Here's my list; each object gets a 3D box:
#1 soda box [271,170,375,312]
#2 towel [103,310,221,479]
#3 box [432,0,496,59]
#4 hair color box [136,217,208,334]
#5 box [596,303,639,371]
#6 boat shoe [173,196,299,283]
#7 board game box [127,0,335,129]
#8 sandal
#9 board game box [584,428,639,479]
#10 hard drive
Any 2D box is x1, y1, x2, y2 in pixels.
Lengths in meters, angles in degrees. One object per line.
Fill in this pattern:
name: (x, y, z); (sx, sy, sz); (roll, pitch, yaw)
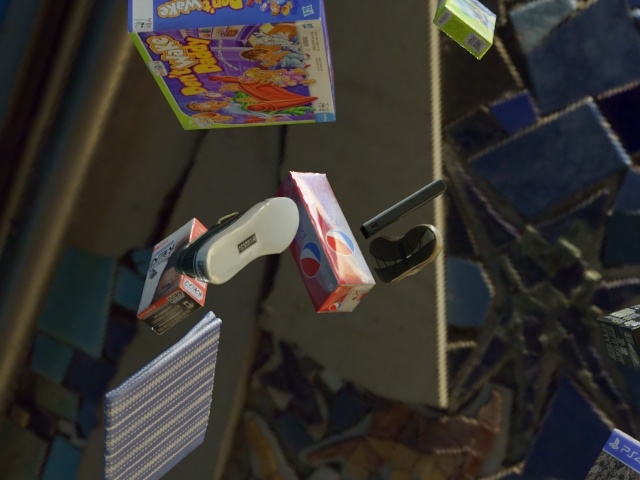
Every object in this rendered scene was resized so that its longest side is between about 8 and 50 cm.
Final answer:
soda box: (0.000, 0.000, 1.857); (0.083, 0.263, 0.092); (1, -39, -35)
towel: (-0.264, 0.286, 1.652); (0.243, 0.040, 0.336); (-37, -28, -40)
box: (0.259, -0.398, 1.824); (0.042, 0.109, 0.178); (-49, 11, 30)
hair color box: (-0.216, 0.052, 1.537); (0.093, 0.053, 0.167); (-33, 31, 23)
box: (0.550, 0.146, 1.645); (0.147, 0.078, 0.180); (-18, 1, -2)
boat shoe: (-0.112, -0.007, 1.393); (0.219, 0.070, 0.078); (-30, -62, -50)
board game box: (-0.104, -0.249, 1.380); (0.347, 0.233, 0.078); (73, -165, -76)
sandal: (0.130, 0.018, 1.488); (0.049, 0.072, 0.180); (-6, -11, -31)
board game box: (0.351, 0.389, 1.076); (0.291, 0.141, 0.232); (-59, 22, -1)
hard drive: (0.124, -0.047, 1.535); (0.135, 0.022, 0.094); (-31, -2, -2)
